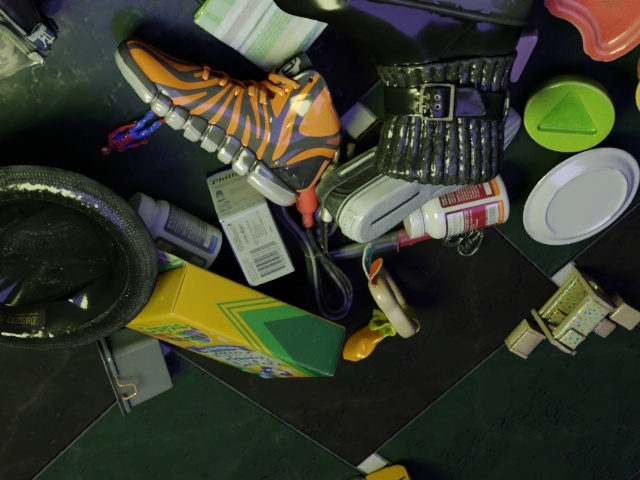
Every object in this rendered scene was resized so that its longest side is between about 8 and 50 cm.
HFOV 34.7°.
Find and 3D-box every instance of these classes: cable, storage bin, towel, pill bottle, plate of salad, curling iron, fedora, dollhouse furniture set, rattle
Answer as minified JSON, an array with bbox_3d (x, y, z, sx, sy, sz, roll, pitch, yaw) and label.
[{"bbox_3d":[0.000,0.000,1.515,0.139,0.072,0.287,-19,114,-35],"label":"cable"},{"bbox_3d":[-0.287,0.196,1.592,0.091,0.098,0.135,-21,125,-13],"label":"storage bin"},{"bbox_3d":[-0.078,-0.297,1.368,0.152,0.023,0.113,32,108,-27],"label":"towel"},{"bbox_3d":[0.203,-0.052,1.555,0.152,0.086,0.086,-13,124,-5],"label":"pill bottle"},{"bbox_3d":[-0.218,-0.011,1.479,0.137,0.078,0.078,30,111,-28],"label":"pill bottle"},{"bbox_3d":[0.408,-0.072,1.612,0.200,0.048,0.200,-12,135,-12],"label":"plate of salad"},{"bbox_3d":[0.129,0.008,1.606,0.274,0.035,0.068,-9,124,-8],"label":"curling iron"},{"bbox_3d":[-0.378,-0.004,1.388,0.334,0.152,0.334,0,127,0],"label":"fedora"},{"bbox_3d":[0.445,0.167,1.748,0.161,0.101,0.182,28,112,-28],"label":"dollhouse furniture set"},{"bbox_3d":[0.063,0.096,1.578,0.143,0.130,0.200,-15,156,17],"label":"rattle"}]

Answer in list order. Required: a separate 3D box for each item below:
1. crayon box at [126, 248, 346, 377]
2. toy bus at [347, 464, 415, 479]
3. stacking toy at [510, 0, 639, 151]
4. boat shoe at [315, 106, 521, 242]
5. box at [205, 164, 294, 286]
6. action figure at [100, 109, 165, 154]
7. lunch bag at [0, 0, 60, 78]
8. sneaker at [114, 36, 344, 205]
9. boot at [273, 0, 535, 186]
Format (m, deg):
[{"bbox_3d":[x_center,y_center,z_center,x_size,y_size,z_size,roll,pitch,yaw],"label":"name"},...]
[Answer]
[{"bbox_3d":[-0.153,0.117,1.506,0.323,0.203,0.083,25,70,-26],"label":"crayon box"},{"bbox_3d":[0.038,0.538,1.866,0.333,0.130,0.108,-30,124,6],"label":"toy bus"},{"bbox_3d":[0.401,-0.284,1.475,0.279,0.130,0.309,-21,126,32],"label":"stacking toy"},{"bbox_3d":[0.141,-0.125,1.462,0.335,0.119,0.121,-30,151,-26],"label":"boat shoe"},{"bbox_3d":[-0.102,-0.027,1.462,0.072,0.137,0.126,-22,125,-1],"label":"box"},{"bbox_3d":[-0.254,-0.150,1.412,0.115,0.030,0.038,-29,129,8],"label":"action figure"},{"bbox_3d":[-0.493,-0.259,1.182,0.305,0.212,0.256,-26,141,4],"label":"lunch bag"},{"bbox_3d":[-0.103,-0.202,1.355,0.321,0.124,0.180,36,105,-24],"label":"sneaker"},{"bbox_3d":[0.083,-0.209,1.274,0.348,0.131,0.260,11,118,-1],"label":"boot"}]
